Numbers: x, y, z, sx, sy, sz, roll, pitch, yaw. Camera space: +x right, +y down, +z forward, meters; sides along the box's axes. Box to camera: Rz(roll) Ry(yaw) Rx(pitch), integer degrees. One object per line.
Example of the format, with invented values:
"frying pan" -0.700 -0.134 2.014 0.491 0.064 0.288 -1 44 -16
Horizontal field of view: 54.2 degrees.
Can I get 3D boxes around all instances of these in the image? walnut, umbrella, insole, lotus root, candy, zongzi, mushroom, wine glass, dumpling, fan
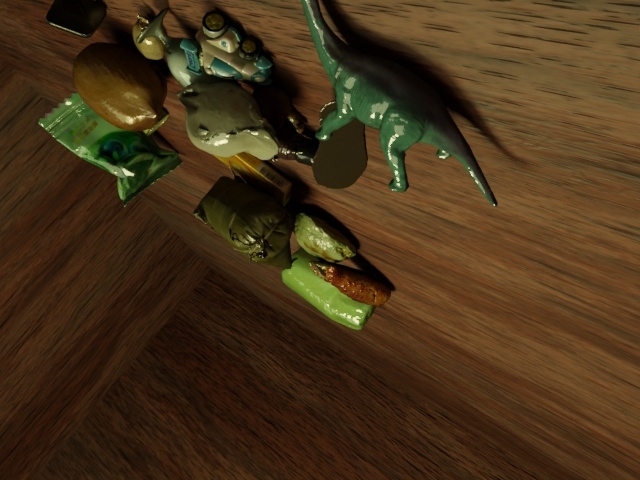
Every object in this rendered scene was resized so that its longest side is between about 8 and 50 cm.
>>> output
"walnut" -0.497 -0.381 1.576 0.298 0.203 0.203 45 169 26
"umbrella" -0.126 -0.231 1.353 0.326 0.094 0.090 21 175 23
"insole" 0.038 -0.176 1.215 0.111 0.007 0.328 2 157 0
"lotus root" -0.379 -0.447 1.387 0.073 0.062 0.150 37 166 5
"candy" -0.688 -0.331 2.073 0.398 0.263 0.172 49 174 -35
"candy" 0.026 0.164 2.099 0.343 0.142 0.132 32 156 20
"zongzi" -0.117 0.014 1.708 0.418 0.181 0.447 46 173 -33
"mushroom" -0.082 -0.256 1.249 0.129 0.073 0.088 38 125 -19
"wine glass" -0.270 -0.368 1.296 0.222 0.103 0.103 44 164 -18
"dumpling" -0.178 -0.223 1.240 0.247 0.142 0.172 31 171 25
"fan" -0.247 -0.173 1.895 0.175 0.005 0.113 62 -165 -17

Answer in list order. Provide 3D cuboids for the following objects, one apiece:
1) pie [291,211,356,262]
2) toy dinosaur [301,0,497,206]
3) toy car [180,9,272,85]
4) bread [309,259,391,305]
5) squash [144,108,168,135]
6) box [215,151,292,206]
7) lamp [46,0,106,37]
"pie" 0.000 0.000 1.768 0.201 0.090 0.248 40 169 -16
"toy dinosaur" 0.095 -0.233 0.879 0.383 0.129 0.331 30 154 26
"toy car" -0.176 -0.334 1.174 0.161 0.098 0.126 39 167 5
"bread" 0.088 0.124 1.817 0.268 0.095 0.139 19 172 -32
"squash" -0.561 -0.423 1.873 0.224 0.094 0.094 46 164 -4
"box" -0.195 -0.201 1.713 0.269 0.043 0.152 38 167 3
"lamp" -0.504 -0.545 1.363 0.203 0.125 0.283 20 165 -10
